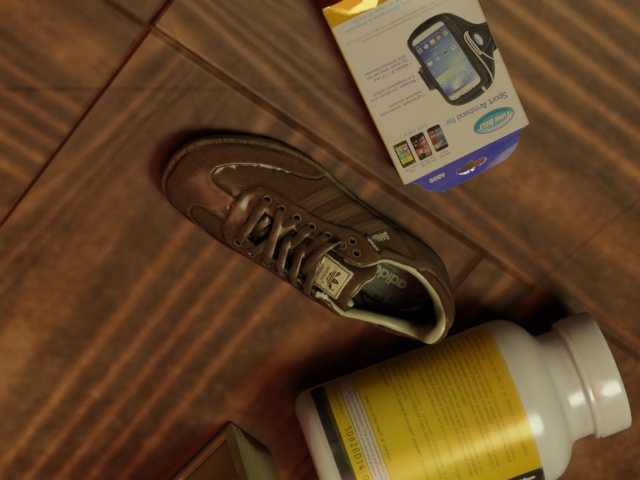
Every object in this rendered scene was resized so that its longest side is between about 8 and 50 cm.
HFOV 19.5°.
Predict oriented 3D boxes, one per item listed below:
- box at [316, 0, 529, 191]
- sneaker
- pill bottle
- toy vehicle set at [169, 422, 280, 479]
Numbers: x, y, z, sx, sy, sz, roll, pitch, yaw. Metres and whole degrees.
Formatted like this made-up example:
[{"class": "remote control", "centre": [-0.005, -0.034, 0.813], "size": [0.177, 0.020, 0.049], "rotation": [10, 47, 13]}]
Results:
[{"class": "box", "centre": [0.060, -0.094, 1.043], "size": [0.081, 0.028, 0.136], "rotation": [-26, 121, 1]}, {"class": "sneaker", "centre": [0.000, 0.000, 1.051], "size": [0.188, 0.071, 0.066], "rotation": [24, 109, -22]}, {"class": "pill bottle", "centre": [0.085, 0.108, 1.105], "size": [0.184, 0.103, 0.103], "rotation": [-20, 118, -1]}, {"class": "toy vehicle set", "centre": [-0.118, 0.245, 1.093], "size": [0.267, 0.166, 0.035], "rotation": [-45, 116, 11]}]
